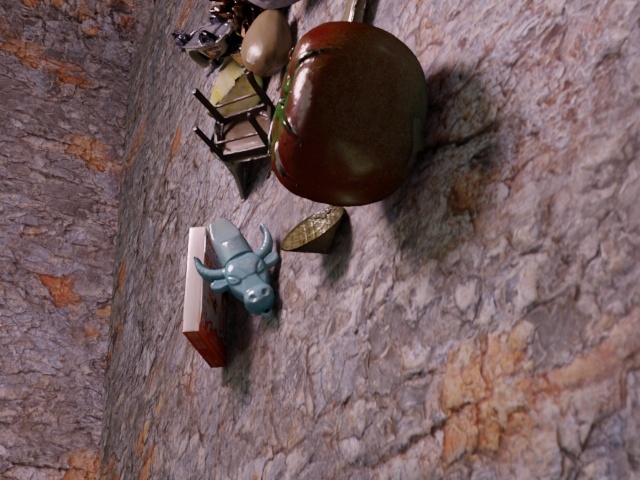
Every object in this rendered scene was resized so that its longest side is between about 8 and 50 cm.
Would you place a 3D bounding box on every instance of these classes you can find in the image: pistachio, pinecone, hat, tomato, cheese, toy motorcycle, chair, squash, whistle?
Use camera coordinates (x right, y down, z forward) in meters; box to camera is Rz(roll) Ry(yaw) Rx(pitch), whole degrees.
[{"bbox_3d":[-0.129,-0.491,1.963,0.108,0.126,0.186,100,-173,-72],"label":"pistachio"},{"bbox_3d":[-0.197,-0.631,2.082,0.201,0.202,0.229,-28,48,20],"label":"pinecone"},{"bbox_3d":[0.000,0.000,1.528,0.146,0.067,0.146,-30,18,11],"label":"hat"},{"bbox_3d":[0.046,-0.198,1.295,0.303,0.238,0.304,-168,90,-78],"label":"tomato"},{"bbox_3d":[0.033,-0.310,1.612,0.085,0.034,0.401,-148,69,-69],"label":"cheese"},{"bbox_3d":[-0.283,-0.510,2.067,0.263,0.157,0.091,6,62,50],"label":"toy motorcycle"},{"bbox_3d":[-0.184,-0.252,1.969,0.186,0.319,0.160,-14,58,14],"label":"chair"},{"bbox_3d":[-0.241,-0.449,2.195,0.203,0.111,0.289,-47,35,11],"label":"squash"},{"bbox_3d":[-0.175,0.062,1.773,0.274,0.186,0.093,58,169,25],"label":"whistle"}]

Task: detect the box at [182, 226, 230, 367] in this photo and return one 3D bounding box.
[{"bbox_3d":[-0.270,0.142,1.902,0.273,0.048,0.265,73,-166,-64],"label":"box"}]

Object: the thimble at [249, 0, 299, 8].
[{"bbox_3d":[-0.101,-0.686,1.848,0.157,0.216,0.246,142,144,-77],"label":"thimble"}]
